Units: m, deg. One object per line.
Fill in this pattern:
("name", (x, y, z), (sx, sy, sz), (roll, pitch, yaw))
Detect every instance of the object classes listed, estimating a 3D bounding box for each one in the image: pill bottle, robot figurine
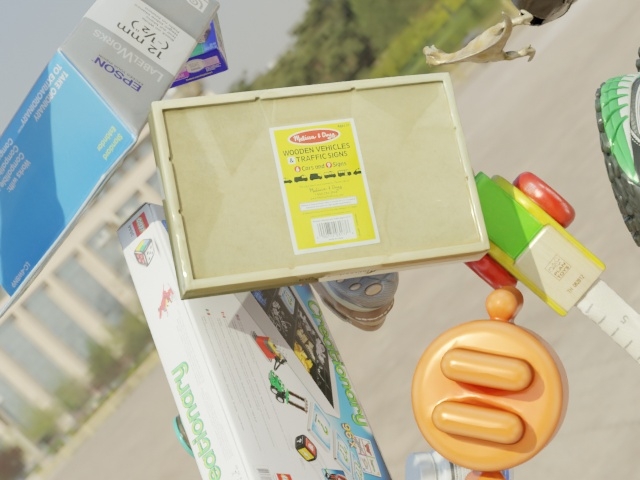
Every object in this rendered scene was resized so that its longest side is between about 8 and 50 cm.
("pill bottle", (0.192, 0.323, 2.005), (0.137, 0.078, 0.078), (-1, -14, -17))
("robot figurine", (0.146, 0.132, 1.230), (0.128, 0.158, 0.219), (-30, -10, 9))

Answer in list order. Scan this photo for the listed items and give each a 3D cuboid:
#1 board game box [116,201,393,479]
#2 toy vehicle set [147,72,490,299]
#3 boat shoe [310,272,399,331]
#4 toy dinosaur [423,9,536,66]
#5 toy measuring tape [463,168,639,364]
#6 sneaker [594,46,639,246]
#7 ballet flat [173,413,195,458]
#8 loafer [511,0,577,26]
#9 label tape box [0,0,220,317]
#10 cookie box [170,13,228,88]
("board game box", (-0.055, 0.114, 1.290), (0.053, 0.305, 0.193), (-41, -35, 27))
("toy vehicle set", (-0.001, -0.049, 1.226), (0.267, 0.166, 0.035), (-7, -15, -14))
("boat shoe", (0.000, 0.000, 1.996), (0.123, 0.324, 0.116), (-21, -38, -13))
("toy dinosaur", (0.174, -0.197, 1.466), (0.093, 0.053, 0.183), (-21, 4, -24))
("toy measuring tape", (0.234, 0.034, 1.391), (0.121, 0.330, 0.121), (-49, 3, 4))
("sneaker", (0.338, -0.113, 1.271), (0.146, 0.134, 0.343), (-8, 28, 32))
("ballet flat", (-0.051, 0.227, 1.422), (0.087, 0.247, 0.083), (-29, 42, 6))
("loafer", (0.269, -0.301, 1.725), (0.078, 0.080, 0.220), (-53, -16, 1))
("label tape box", (-0.246, -0.102, 1.401), (0.249, 0.115, 0.347), (-48, 11, 35))
("cookie box", (-0.158, -0.225, 1.611), (0.092, 0.107, 0.040), (-17, -39, 4))
